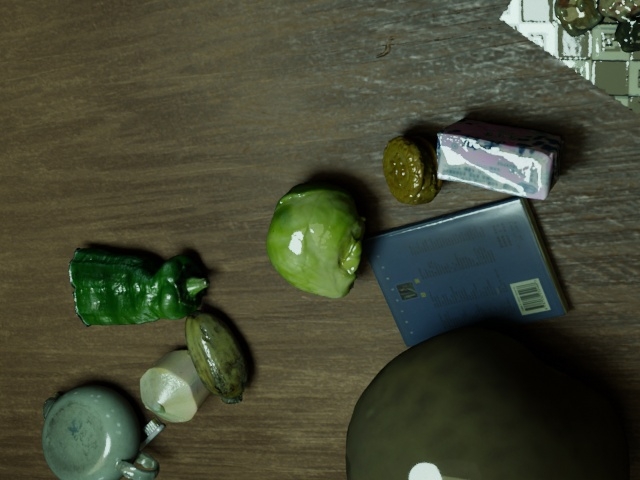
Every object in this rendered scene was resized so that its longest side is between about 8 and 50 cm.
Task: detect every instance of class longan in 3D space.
[{"bbox_3d":[0.231,0.319,1.461,0.404,0.336,0.405,0,86,1],"label":"longan"}]

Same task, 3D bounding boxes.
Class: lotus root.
[{"bbox_3d":[-0.175,0.196,1.749,0.089,0.080,0.179,-10,106,44],"label":"lotus root"}]

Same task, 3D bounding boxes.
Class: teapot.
[{"bbox_3d":[-0.423,0.367,1.915,0.294,0.129,0.193,28,96,20],"label":"teapot"}]

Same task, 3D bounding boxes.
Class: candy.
[{"bbox_3d":[0.243,-0.113,1.376,0.160,0.092,0.073,14,115,22],"label":"candy"}]

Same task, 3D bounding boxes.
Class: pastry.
[{"bbox_3d":[0.130,-0.099,1.441,0.097,0.057,0.109,66,151,23],"label":"pastry"}]

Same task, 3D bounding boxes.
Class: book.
[{"bbox_3d":[0.210,0.050,1.517,0.269,0.025,0.191,-16,106,32],"label":"book"}]

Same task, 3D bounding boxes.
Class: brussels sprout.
[{"bbox_3d":[-0.008,-0.001,1.541,0.145,0.131,0.183,5,119,-1],"label":"brussels sprout"}]

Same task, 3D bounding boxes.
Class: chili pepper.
[{"bbox_3d":[-0.301,0.078,1.739,0.270,0.099,0.136,-2,79,26],"label":"chili pepper"}]

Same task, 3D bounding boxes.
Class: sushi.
[{"bbox_3d":[0.363,-0.297,1.248,0.219,0.047,0.231,36,125,6],"label":"sushi"}]

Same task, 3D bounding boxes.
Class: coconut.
[{"bbox_3d":[-0.256,0.260,1.795,0.116,0.122,0.116,11,119,21],"label":"coconut"}]

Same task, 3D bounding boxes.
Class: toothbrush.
[{"bbox_3d":[-0.402,0.443,2.021,0.030,0.025,0.342,48,125,6],"label":"toothbrush"}]
